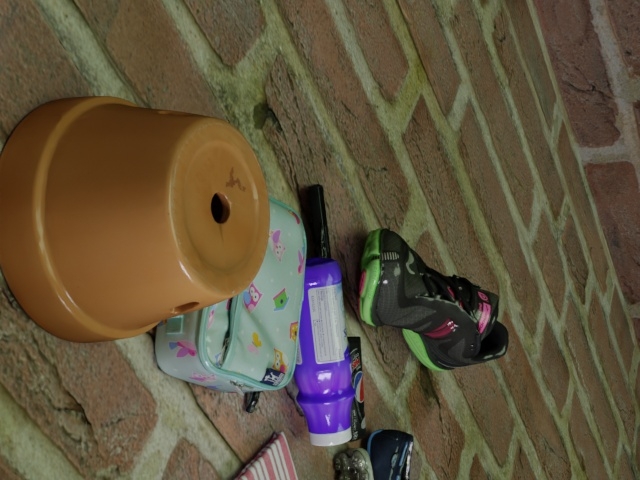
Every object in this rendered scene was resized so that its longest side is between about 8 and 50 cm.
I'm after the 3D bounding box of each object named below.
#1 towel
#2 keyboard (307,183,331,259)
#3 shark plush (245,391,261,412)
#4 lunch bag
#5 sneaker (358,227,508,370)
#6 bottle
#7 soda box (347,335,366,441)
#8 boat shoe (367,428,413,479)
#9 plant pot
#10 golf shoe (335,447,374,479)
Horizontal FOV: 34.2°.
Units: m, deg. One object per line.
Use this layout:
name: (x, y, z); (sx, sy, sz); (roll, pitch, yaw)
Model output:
towel: (-0.085, 0.383, 1.506); (0.197, 0.029, 0.144); (-39, 120, -59)
keyboard: (0.000, 0.000, 1.690); (0.108, 0.023, 0.180); (-48, 131, -82)
shark plush: (-0.074, 0.174, 1.526); (0.067, 0.073, 0.161); (97, -5, -69)
lunch bag: (-0.117, 0.068, 1.402); (0.224, 0.108, 0.279); (32, 59, -56)
sneaker: (0.214, 0.105, 1.899); (0.483, 0.202, 0.185); (37, 54, -54)
bottle: (0.000, 0.171, 1.599); (0.118, 0.092, 0.282); (-123, -154, -86)
soda box: (0.035, 0.242, 1.703); (0.053, 0.060, 0.168); (2, 85, -62)
boat shoe: (0.129, 0.460, 1.800); (0.109, 0.089, 0.258); (-10, 97, -75)
plant pot: (-0.194, -0.030, 1.179); (0.291, 0.203, 0.290); (12, 77, -59)
golf shoe: (0.072, 0.434, 1.744); (0.086, 0.069, 0.176); (-2, 90, -69)
